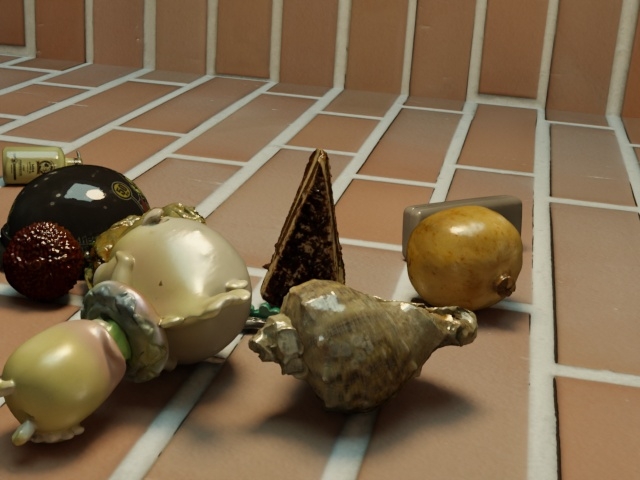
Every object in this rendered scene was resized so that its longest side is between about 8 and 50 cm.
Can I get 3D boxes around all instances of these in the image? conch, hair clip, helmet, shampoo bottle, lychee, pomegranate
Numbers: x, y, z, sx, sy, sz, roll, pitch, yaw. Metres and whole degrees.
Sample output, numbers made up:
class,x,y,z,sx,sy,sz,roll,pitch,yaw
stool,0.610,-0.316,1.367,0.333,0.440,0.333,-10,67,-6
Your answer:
class,x,y,z,sx,sy,sz,roll,pitch,yaw
conch,0.046,0.139,1.255,0.291,0.159,0.210,10,-7,-19
hair clip,-0.085,0.113,1.458,0.173,0.049,0.049,5,19,8
helmet,-0.413,-0.046,1.684,0.279,0.160,0.230,0,21,-13
shampoo bottle,-0.578,-0.157,2.092,0.162,0.079,0.079,-1,20,-16
lychee,-0.420,0.029,1.519,0.123,0.123,0.129,-3,21,-19
pomegranate,0.231,0.033,1.571,0.196,0.196,0.196,3,19,-1

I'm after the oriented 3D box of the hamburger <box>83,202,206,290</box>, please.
class,x,y,z,sx,sy,sz,roll,pitch,yaw
hamburger,-0.259,0.041,1.547,0.206,0.130,0.183,-19,29,-14

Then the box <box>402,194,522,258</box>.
class,x,y,z,sx,sy,sz,roll,pitch,yaw
box,0.260,-0.022,1.823,0.243,0.103,0.055,-8,16,-29

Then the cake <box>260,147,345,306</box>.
class,x,y,z,sx,sy,sz,roll,pitch,yaw
cake,0.009,-0.008,1.549,0.135,0.246,0.112,21,16,-10

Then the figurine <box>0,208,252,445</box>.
class,x,y,z,sx,sy,sz,roll,pitch,yaw
figurine,-0.223,0.106,1.210,0.274,0.226,0.394,-15,13,41
